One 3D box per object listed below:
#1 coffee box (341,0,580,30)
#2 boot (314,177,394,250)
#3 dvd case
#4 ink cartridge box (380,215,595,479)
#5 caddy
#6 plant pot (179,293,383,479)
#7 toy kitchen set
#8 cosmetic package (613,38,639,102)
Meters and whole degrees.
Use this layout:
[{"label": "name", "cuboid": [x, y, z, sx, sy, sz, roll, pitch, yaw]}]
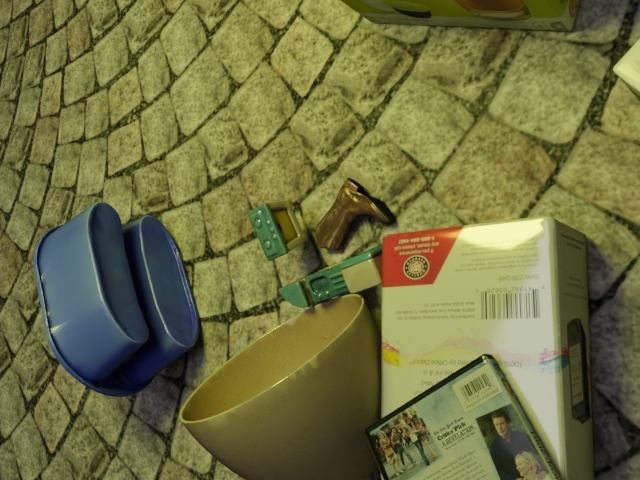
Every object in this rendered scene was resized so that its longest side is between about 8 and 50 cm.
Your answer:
[{"label": "coffee box", "cuboid": [0.143, -0.488, 0.830, 0.338, 0.334, 0.338, 17, 92, 39]}, {"label": "boot", "cuboid": [0.046, -0.020, 1.014, 0.106, 0.037, 0.114, 46, 113, 33]}, {"label": "dvd case", "cuboid": [0.162, 0.271, 0.698, 0.180, 0.022, 0.253, -39, 57, 24]}, {"label": "ink cartridge box", "cuboid": [0.195, 0.139, 0.805, 0.226, 0.131, 0.306, -5, 80, 37]}, {"label": "caddy", "cuboid": [-0.367, 0.100, 1.185, 0.179, 0.241, 0.341, -34, 62, 24]}, {"label": "plant pot", "cuboid": [-0.016, 0.228, 0.896, 0.284, 0.284, 0.191, -27, 98, 32]}, {"label": "toy kitchen set", "cuboid": [0.000, 0.000, 0.954, 0.207, 0.122, 0.166, -23, 90, 34]}, {"label": "cosmetic package", "cuboid": [0.429, -0.179, 0.666, 0.183, 0.151, 0.151, -51, 56, 21]}]
